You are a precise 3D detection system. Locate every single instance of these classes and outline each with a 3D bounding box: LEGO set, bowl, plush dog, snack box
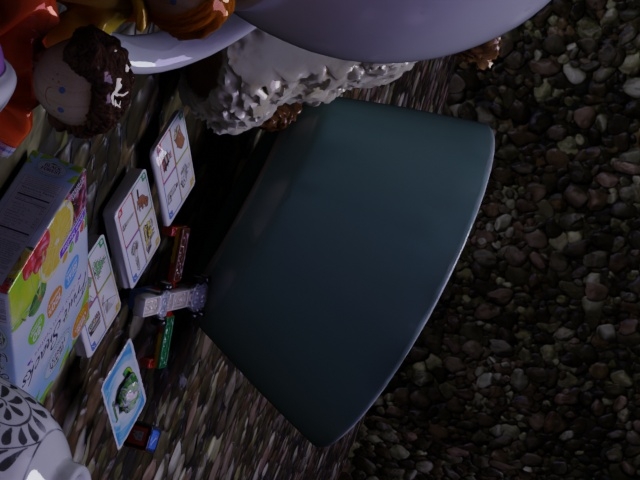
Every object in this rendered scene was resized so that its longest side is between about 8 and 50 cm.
[{"bbox_3d":[-0.140,0.045,1.182,0.244,0.060,0.182,83,26,-46],"label":"LEGO set"},{"bbox_3d":[0.000,0.000,1.359,0.311,0.163,0.311,-58,-171,15],"label":"bowl"},{"bbox_3d":[0.009,-0.187,1.218,0.262,0.211,0.225,-70,-162,1],"label":"plush dog"},{"bbox_3d":[-0.169,0.032,0.925,0.141,0.037,0.100,99,13,-49],"label":"snack box"},{"bbox_3d":[-0.169,0.149,0.849,0.170,0.080,0.170,10,90,-83],"label":"bowl"}]

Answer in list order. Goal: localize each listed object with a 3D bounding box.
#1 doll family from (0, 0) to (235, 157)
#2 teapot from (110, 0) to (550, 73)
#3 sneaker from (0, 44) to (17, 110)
[{"bbox_3d":[-0.092,-0.159,0.588,0.118,0.163,0.263,-57,163,-60],"label":"doll family"},{"bbox_3d":[-0.009,-0.184,0.710,0.187,0.252,0.256,-19,115,-29],"label":"teapot"},{"bbox_3d":[-0.195,0.007,0.446,0.152,0.114,0.305,-57,170,22],"label":"sneaker"}]
